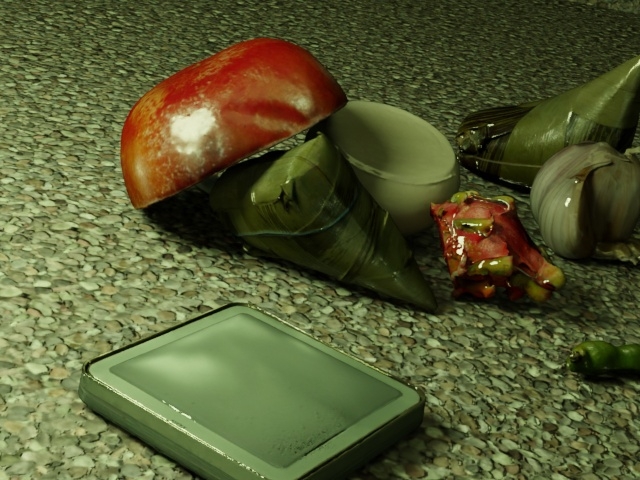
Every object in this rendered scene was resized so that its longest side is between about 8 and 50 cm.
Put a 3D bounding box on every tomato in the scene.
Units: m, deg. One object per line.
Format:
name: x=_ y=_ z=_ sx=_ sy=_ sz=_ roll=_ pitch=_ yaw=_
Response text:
tomato: x=-0.132 y=-0.169 z=1.539 sx=0.338 sy=0.144 sz=0.338 roll=-27 pitch=10 yaw=5

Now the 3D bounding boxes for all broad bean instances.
broad bean: x=0.401 y=0.140 z=1.417 sx=0.256 sy=0.053 sz=0.052 roll=1 pitch=63 yaw=-21

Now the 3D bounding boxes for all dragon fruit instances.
dragon fruit: x=0.223 y=0.017 z=1.524 sx=0.207 sy=0.150 sz=0.133 roll=27 pitch=-5 yaw=22

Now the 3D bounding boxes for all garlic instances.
garlic: x=0.438 y=-0.053 z=1.718 sx=0.207 sy=0.207 sz=0.256 roll=-12 pitch=-4 yaw=-43

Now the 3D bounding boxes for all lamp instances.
lamp: x=-0.063 y=0.156 z=1.176 sx=0.269 sy=0.047 sz=0.266 roll=25 pitch=27 yaw=29

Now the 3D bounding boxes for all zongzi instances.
zongzi: x=0.371 y=-0.212 z=1.883 sx=0.289 sy=0.318 sz=0.154 roll=18 pitch=43 yaw=15
zongzi: x=0.000 y=0.000 z=1.513 sx=0.250 sy=0.274 sz=0.125 roll=-4 pitch=45 yaw=57

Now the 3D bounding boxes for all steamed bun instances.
steamed bun: x=0.079 y=-0.087 z=1.668 sx=0.231 sy=0.145 sz=0.232 roll=13 pitch=36 yaw=-10

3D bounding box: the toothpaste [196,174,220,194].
toothpaste: x=-0.181 y=-0.096 z=1.719 sx=0.218 sy=0.033 sz=0.052 roll=32 pitch=31 yaw=34
